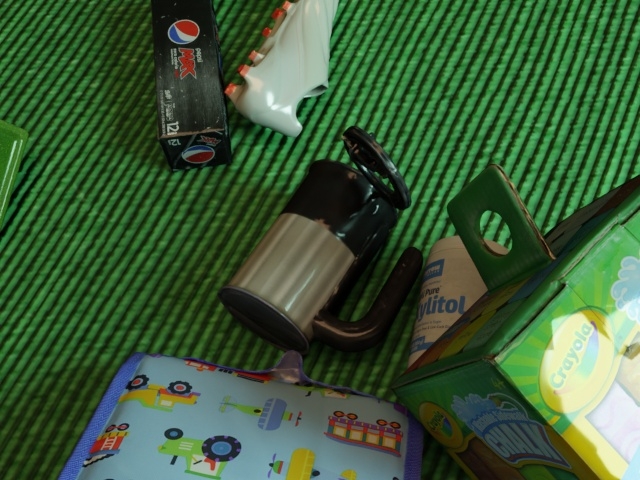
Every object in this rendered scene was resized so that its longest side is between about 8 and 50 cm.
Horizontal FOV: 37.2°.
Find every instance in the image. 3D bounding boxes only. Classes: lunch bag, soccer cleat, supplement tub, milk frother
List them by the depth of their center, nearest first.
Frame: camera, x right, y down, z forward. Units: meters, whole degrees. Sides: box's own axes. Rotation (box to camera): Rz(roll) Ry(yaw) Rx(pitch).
[{"bbox_3d":[-0.050,0.177,0.611,0.221,0.138,0.293,10,40,5],"label":"lunch bag"},{"bbox_3d":[0.000,0.000,0.709,0.129,0.143,0.134,19,62,33],"label":"milk frother"},{"bbox_3d":[0.107,0.058,0.717,0.071,0.071,0.107,8,61,8],"label":"supplement tub"},{"bbox_3d":[-0.018,-0.172,0.865,0.076,0.068,0.196,35,55,-13],"label":"soccer cleat"}]

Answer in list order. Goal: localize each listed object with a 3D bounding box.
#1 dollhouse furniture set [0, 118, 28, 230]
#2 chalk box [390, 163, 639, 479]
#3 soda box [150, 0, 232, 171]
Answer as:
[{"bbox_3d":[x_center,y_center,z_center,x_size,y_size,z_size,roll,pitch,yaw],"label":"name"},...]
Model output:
[{"bbox_3d":[-0.399,0.020,0.776,0.198,0.151,0.301,7,77,31],"label":"dollhouse furniture set"},{"bbox_3d":[0.177,0.083,0.588,0.179,0.180,0.289,-42,87,-19],"label":"chalk box"},{"bbox_3d":[-0.117,-0.147,0.856,0.060,0.053,0.169,-8,61,-1],"label":"soda box"}]
